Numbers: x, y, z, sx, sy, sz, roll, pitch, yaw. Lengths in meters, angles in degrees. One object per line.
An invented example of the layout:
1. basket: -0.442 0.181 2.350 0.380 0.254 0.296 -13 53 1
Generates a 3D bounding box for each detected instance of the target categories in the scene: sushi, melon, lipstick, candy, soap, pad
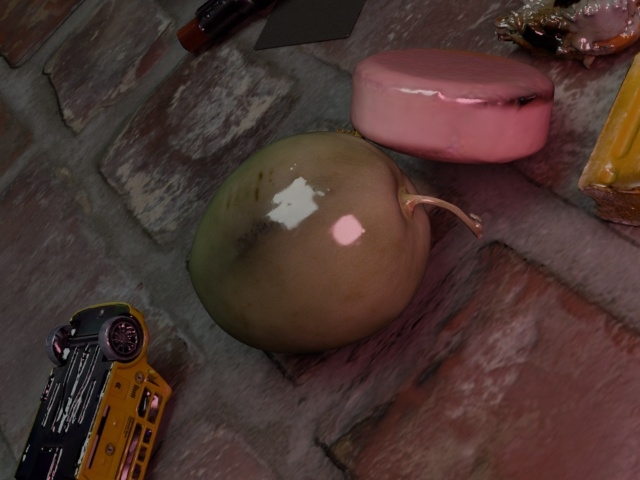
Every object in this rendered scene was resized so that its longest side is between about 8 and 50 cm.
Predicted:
1. sushi: 0.312 -0.270 1.226 0.226 0.103 0.097 1 76 42
2. melon: -0.012 0.008 1.157 0.308 0.271 0.272 -50 38 26
3. lipstick: -0.131 -0.433 1.729 0.299 0.081 0.081 -33 43 22
4. candy: 0.160 -0.163 1.172 0.255 0.255 0.095 31 123 48
5. soap: 0.402 -0.138 1.060 0.160 0.080 0.258 13 67 43
6. pad: -0.011 -0.384 1.648 0.211 0.003 0.143 3 61 41

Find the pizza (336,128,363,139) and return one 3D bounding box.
1. pizza: 0.020 -0.134 1.411 0.078 0.025 0.083 18 71 43

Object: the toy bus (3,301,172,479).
1. toy bus: -0.298 0.252 1.277 0.145 0.151 0.331 -11 54 40
